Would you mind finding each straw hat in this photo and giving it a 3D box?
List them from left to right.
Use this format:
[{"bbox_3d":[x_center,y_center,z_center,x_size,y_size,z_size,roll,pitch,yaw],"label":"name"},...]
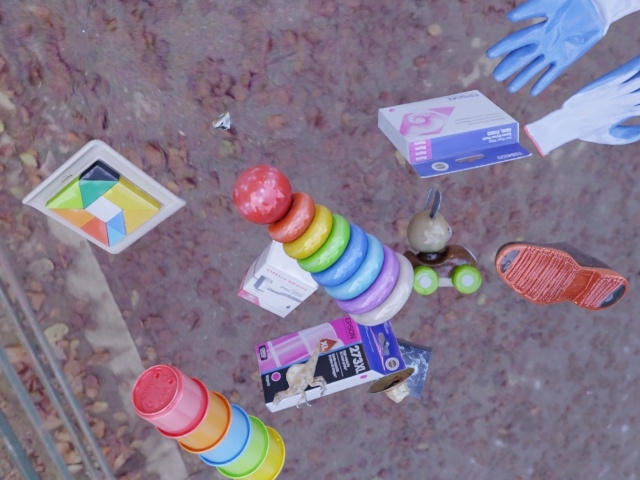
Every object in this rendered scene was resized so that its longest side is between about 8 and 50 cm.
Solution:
[{"bbox_3d":[0.204,0.399,1.522,0.144,0.144,0.061,-29,90,-11],"label":"straw hat"}]

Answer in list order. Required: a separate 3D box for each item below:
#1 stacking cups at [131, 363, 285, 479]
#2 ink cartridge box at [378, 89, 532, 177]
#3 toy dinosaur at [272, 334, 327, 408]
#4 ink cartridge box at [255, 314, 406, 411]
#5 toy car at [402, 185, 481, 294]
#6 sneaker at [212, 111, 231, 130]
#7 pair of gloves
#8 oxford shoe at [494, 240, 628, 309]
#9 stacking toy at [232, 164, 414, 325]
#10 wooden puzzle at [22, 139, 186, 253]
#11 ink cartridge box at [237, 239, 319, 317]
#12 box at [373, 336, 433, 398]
[{"bbox_3d":[-0.143,0.255,0.751,0.096,0.096,0.316,-38,145,-6],"label":"stacking cups"},{"bbox_3d":[0.367,-0.310,1.592,0.324,0.330,0.071,-13,127,-10],"label":"ink cartridge box"},{"bbox_3d":[-0.028,0.304,1.261,0.092,0.053,0.183,41,72,-5],"label":"toy dinosaur"},{"bbox_3d":[0.021,0.307,1.493,0.370,0.176,0.069,-17,141,1],"label":"ink cartridge box"},{"bbox_3d":[0.224,-0.007,1.083,0.148,0.155,0.188,-2,99,1],"label":"toy car"},{"bbox_3d":[-0.222,-0.268,1.303,0.031,0.083,0.037,-12,115,16],"label":"sneaker"},{"bbox_3d":[0.274,-0.172,0.590,0.159,0.023,0.198,-27,117,23],"label":"pair of gloves"},{"bbox_3d":[0.386,0.047,0.954,0.271,0.098,0.097,17,118,-26],"label":"oxford shoe"},{"bbox_3d":[0.000,0.000,0.901,0.330,0.141,0.141,39,91,-29],"label":"stacking toy"},{"bbox_3d":[-0.428,-0.072,1.140,0.221,0.044,0.238,-32,136,21],"label":"wooden puzzle"},{"bbox_3d":[-0.110,0.106,1.547,0.158,0.092,0.218,28,140,-14],"label":"ink cartridge box"},{"bbox_3d":[0.267,0.404,1.831,0.156,0.093,0.158,14,92,14],"label":"box"}]
